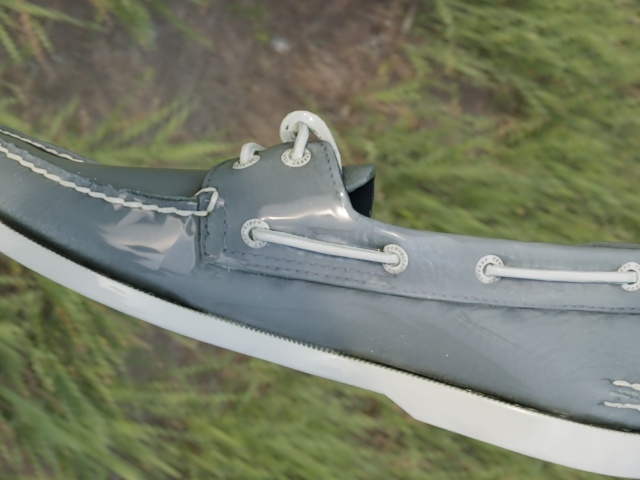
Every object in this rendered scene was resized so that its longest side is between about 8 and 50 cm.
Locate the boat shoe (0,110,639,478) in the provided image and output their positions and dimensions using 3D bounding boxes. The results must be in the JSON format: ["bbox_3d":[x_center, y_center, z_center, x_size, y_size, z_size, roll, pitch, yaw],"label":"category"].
[{"bbox_3d":[0.000,0.000,0.803,0.116,0.319,0.099,-36,145,-81],"label":"boat shoe"}]
